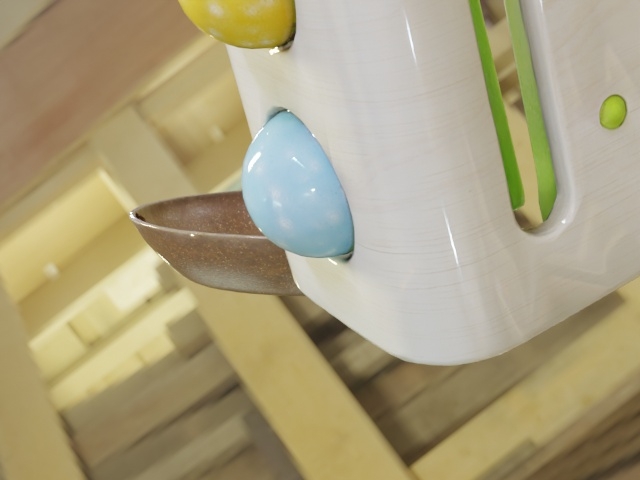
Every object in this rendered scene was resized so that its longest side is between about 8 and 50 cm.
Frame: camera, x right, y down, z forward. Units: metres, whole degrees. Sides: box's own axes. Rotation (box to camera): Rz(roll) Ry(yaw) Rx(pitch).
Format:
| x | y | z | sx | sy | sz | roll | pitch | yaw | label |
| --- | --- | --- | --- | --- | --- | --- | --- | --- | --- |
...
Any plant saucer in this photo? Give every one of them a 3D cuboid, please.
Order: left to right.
| x | y | z | sx | sy | sz | roll | pitch | yaw | label |
| --- | --- | --- | --- | --- | --- | --- | --- | --- | --- |
| 0.000 | 0.000 | 0.858 | 0.198 | 0.198 | 0.036 | -131 | 40 | -79 | plant saucer |

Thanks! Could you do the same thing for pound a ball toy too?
| x | y | z | sx | sy | sz | roll | pitch | yaw | label |
| --- | --- | --- | --- | --- | --- | --- | --- | --- | --- |
| 0.026 | -0.113 | 0.495 | 0.208 | 0.135 | 0.319 | 33 | 144 | 56 | pound a ball toy |
